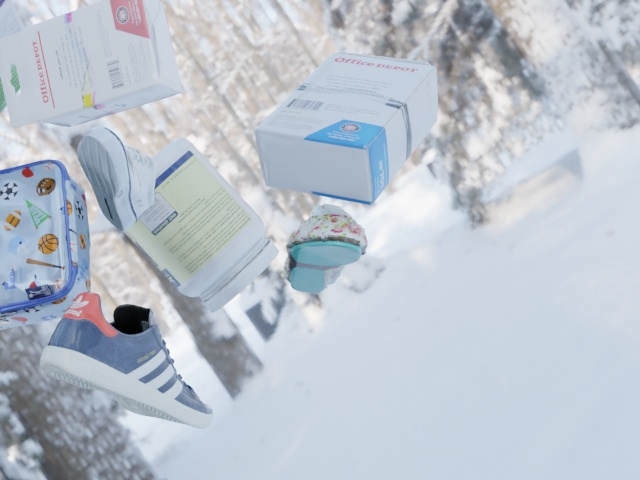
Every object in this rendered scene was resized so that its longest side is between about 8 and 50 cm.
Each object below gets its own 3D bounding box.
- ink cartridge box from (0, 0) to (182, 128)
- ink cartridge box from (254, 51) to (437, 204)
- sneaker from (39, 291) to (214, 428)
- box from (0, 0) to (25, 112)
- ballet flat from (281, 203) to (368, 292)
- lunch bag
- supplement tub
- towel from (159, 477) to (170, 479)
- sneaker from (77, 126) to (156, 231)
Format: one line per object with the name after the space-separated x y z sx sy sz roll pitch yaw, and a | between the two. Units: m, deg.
-0.272 -0.204 1.225 0.198 0.115 0.067 -13 -4 17 | ink cartridge box
0.035 -0.132 1.196 0.140 0.082 0.190 12 39 26 | ink cartridge box
-0.271 0.187 1.637 0.131 0.350 0.148 4 67 34 | sneaker
-0.636 -0.350 1.894 0.232 0.058 0.322 -60 -21 -25 | box
0.000 0.000 1.232 0.241 0.091 0.077 133 147 -70 | ballet flat
-0.546 0.013 1.911 0.243 0.303 0.115 -11 -24 6 | lunch bag
-0.268 -0.030 2.234 0.235 0.325 0.235 -42 7 6 | supplement tub
-0.225 0.519 1.774 0.285 0.209 0.034 -59 10 38 | towel
-0.304 -0.110 1.607 0.091 0.094 0.258 -45 -13 -21 | sneaker
